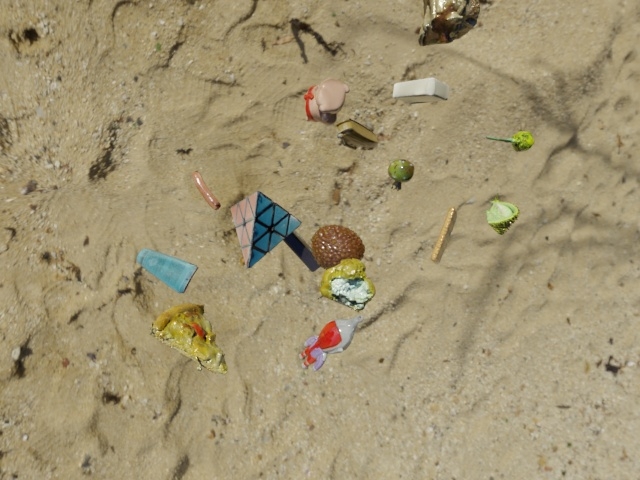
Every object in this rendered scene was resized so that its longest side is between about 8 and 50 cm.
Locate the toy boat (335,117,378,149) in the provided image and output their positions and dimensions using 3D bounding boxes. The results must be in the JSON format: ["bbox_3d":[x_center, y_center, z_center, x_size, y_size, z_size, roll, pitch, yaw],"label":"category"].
[{"bbox_3d":[0.180,-0.513,2.046,0.321,0.121,0.089,8,59,-53],"label":"toy boat"}]

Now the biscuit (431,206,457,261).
[{"bbox_3d":[0.544,-0.019,1.792,0.160,0.030,0.250,23,88,-66],"label":"biscuit"}]

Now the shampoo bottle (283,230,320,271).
[{"bbox_3d":[-0.113,0.009,1.858,0.071,0.098,0.309,-35,115,13],"label":"shampoo bottle"}]

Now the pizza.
[{"bbox_3d":[-0.401,0.327,1.368,0.288,0.280,0.075,45,104,-1],"label":"pizza"}]

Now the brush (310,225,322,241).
[{"bbox_3d":[0.000,0.000,1.790,0.020,0.336,0.085,33,86,10],"label":"brush"}]

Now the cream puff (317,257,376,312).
[{"bbox_3d":[0.074,0.116,1.098,0.156,0.121,0.156,-3,107,-11],"label":"cream puff"}]

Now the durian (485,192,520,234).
[{"bbox_3d":[0.617,-0.090,1.386,0.100,0.086,0.215,37,41,4],"label":"durian"}]

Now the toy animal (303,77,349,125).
[{"bbox_3d":[0.015,-0.549,1.621,0.171,0.197,0.172,-1,93,-24],"label":"toy animal"}]

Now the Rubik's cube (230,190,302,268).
[{"bbox_3d":[-0.241,-0.069,1.617,0.228,0.233,0.228,-31,103,16],"label":"Rubik's cube"}]

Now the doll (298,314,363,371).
[{"bbox_3d":[0.029,0.271,1.110,0.227,0.102,0.075,-42,134,16],"label":"doll"}]

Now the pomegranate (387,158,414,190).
[{"bbox_3d":[0.343,-0.280,1.747,0.114,0.114,0.142,-11,127,-31],"label":"pomegranate"}]

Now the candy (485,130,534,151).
[{"bbox_3d":[0.322,-0.172,0.700,0.122,0.035,0.035,-6,96,-32],"label":"candy"}]

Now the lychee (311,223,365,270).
[{"bbox_3d":[0.074,0.042,1.583,0.238,0.200,0.200,43,72,-9],"label":"lychee"}]

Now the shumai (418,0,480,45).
[{"bbox_3d":[0.491,-0.967,1.721,0.262,0.267,0.314,-43,114,-24],"label":"shumai"}]

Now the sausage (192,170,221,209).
[{"bbox_3d":[-0.450,-0.196,1.599,0.047,0.040,0.177,-34,87,-32],"label":"sausage"}]

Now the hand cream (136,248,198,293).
[{"bbox_3d":[-0.422,0.070,1.102,0.083,0.224,0.048,-62,148,-12],"label":"hand cream"}]

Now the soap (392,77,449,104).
[{"bbox_3d":[0.385,-0.571,1.570,0.121,0.183,0.064,-1,100,-42],"label":"soap"}]
